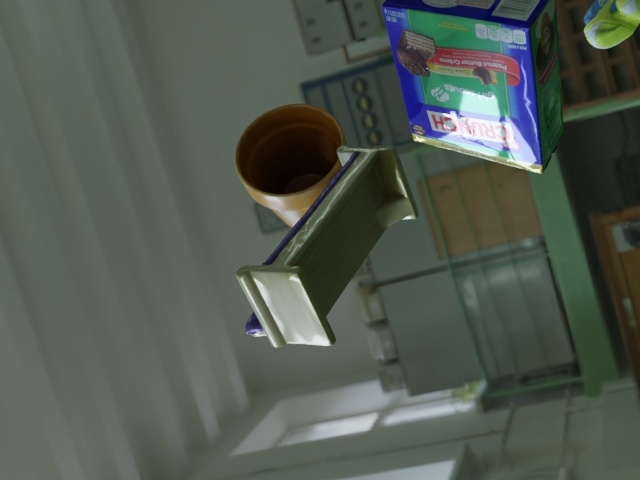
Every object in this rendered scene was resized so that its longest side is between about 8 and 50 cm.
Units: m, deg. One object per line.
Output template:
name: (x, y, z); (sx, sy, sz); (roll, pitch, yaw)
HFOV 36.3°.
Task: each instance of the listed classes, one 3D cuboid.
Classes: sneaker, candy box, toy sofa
sneaker: (0.605, -0.467, 1.865); (0.091, 0.240, 0.126); (52, -162, -33)
candy box: (0.268, -0.289, 1.673); (0.122, 0.268, 0.317); (-55, -35, -27)
toy sofa: (0.000, 0.000, 1.593); (0.362, 0.177, 0.150); (-53, -49, -40)

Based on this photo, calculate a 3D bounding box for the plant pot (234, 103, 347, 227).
plant pot: (-0.037, -0.119, 1.830); (0.188, 0.205, 0.205); (67, -163, -57)
